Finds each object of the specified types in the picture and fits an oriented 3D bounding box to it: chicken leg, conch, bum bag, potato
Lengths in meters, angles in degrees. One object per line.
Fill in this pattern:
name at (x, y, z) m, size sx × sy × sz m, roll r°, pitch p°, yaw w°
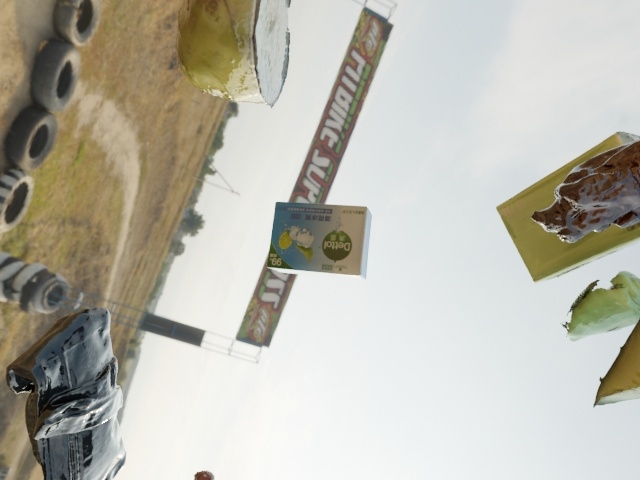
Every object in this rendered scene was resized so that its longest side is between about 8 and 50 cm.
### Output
chicken leg at (0.252, -0.055, 0.314) m, size 0.089 × 0.219 × 0.048 m, roll 57°, pitch 10°, yaw -63°
conch at (0.748, 0.176, 1.215) m, size 0.250 × 0.143 × 0.137 m, roll -31°, pitch -111°, yaw 32°
bum bag at (-0.255, 0.191, 0.473) m, size 0.123 × 0.059 × 0.249 m, roll -56°, pitch 160°, yaw -67°
potato at (-0.166, -0.393, 0.818) m, size 0.300 × 0.196 × 0.247 m, roll 98°, pitch 4°, yaw -51°

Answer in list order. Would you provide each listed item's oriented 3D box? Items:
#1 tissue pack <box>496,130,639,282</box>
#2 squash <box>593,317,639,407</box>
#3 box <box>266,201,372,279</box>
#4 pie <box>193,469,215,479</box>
tissue pack at (0.440, -0.048, 0.755) m, size 0.234 × 0.125 × 0.159 m, roll -40°, pitch -115°, yaw 48°
squash at (0.477, 0.151, 0.547) m, size 0.252 × 0.093 × 0.169 m, roll -68°, pitch -152°, yaw 14°
box at (0.000, 0.000, 0.924) m, size 0.073 × 0.194 × 0.139 m, roll 37°, pitch 58°, yaw -72°
pie at (-0.345, 0.743, 1.240) m, size 0.219 × 0.054 × 0.204 m, roll -66°, pitch -163°, yaw 5°
